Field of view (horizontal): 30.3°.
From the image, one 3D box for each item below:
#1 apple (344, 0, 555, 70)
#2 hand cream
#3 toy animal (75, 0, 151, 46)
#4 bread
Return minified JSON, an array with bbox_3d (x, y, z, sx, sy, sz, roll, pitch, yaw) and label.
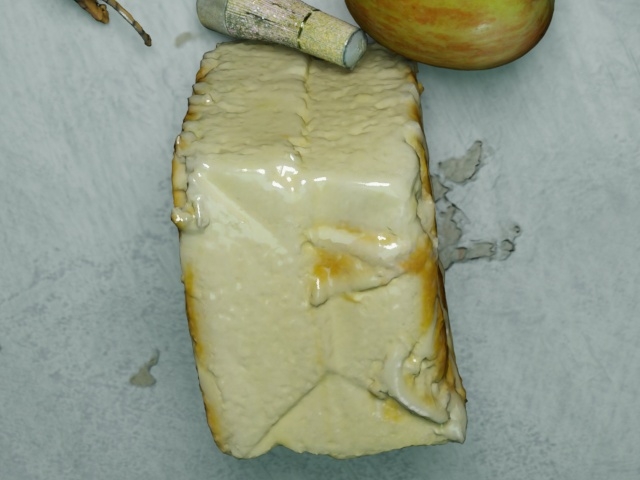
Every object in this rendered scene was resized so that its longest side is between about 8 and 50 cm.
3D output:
[{"bbox_3d":[0.128,-0.307,1.211,0.264,0.264,0.264,1,119,1],"label":"apple"},{"bbox_3d":[-0.036,-0.242,1.293,0.203,0.084,0.084,25,122,25],"label":"hand cream"},{"bbox_3d":[-0.276,-0.304,1.294,0.255,0.116,0.114,36,115,-18],"label":"toy animal"},{"bbox_3d":[0.000,0.000,1.314,0.279,0.371,0.390,-7,118,4],"label":"bread"}]
